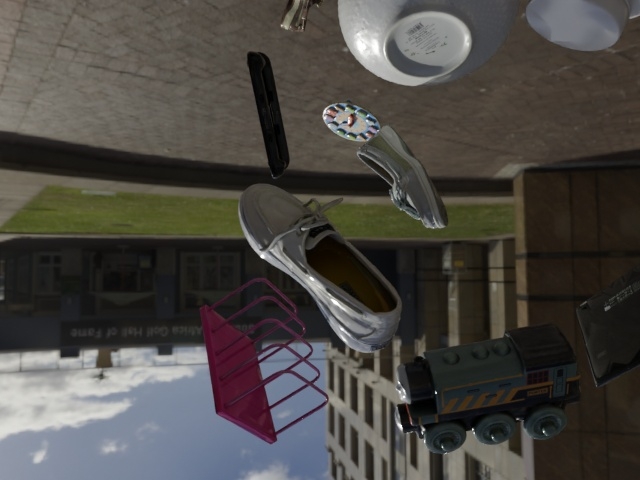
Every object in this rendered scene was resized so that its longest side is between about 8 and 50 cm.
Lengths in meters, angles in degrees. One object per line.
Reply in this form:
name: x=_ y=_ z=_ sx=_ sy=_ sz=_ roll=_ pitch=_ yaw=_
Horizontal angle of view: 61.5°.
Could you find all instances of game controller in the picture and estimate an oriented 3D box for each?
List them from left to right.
game controller: x=-0.140 y=-0.322 z=1.386 sx=0.067 sy=0.320 sz=0.166 roll=-8 pitch=-161 yaw=10

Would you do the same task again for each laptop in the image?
laptop: x=0.964 y=0.180 z=1.544 sx=0.236 sy=0.408 sz=0.382 roll=14 pitch=141 yaw=-12

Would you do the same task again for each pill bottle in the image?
pill bottle: x=0.399 y=-0.425 z=0.701 sx=0.181 sy=0.323 sz=0.181 roll=26 pitch=-179 yaw=0

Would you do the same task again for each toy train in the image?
toy train: x=0.292 y=0.257 z=0.950 sx=0.333 sy=0.190 sz=0.142 roll=-10 pitch=-151 yaw=3

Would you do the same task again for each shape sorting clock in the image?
shape sorting clock: x=0.105 y=-0.401 z=1.836 sx=0.206 sy=0.040 sz=0.206 roll=20 pitch=158 yaw=9

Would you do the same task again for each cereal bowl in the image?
cereal bowl: x=0.197 y=-0.407 z=0.998 sx=0.338 sy=0.141 sz=0.339 roll=4 pitch=153 yaw=2

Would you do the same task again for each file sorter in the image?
file sorter: x=-0.125 y=0.259 z=1.219 sx=0.182 sy=0.291 sz=0.202 roll=-33 pitch=133 yaw=9

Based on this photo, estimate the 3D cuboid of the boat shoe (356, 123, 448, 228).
boat shoe: x=0.171 y=-0.127 z=1.139 sx=0.103 sy=0.321 sz=0.118 roll=-33 pitch=137 yaw=10

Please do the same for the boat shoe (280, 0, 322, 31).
boat shoe: x=-0.035 y=-0.730 z=1.587 sx=0.095 sy=0.095 sz=0.257 roll=18 pitch=146 yaw=-14

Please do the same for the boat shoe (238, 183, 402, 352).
boat shoe: x=-0.006 y=0.005 z=0.859 sx=0.135 sy=0.367 sz=0.157 roll=-27 pitch=152 yaw=-27
